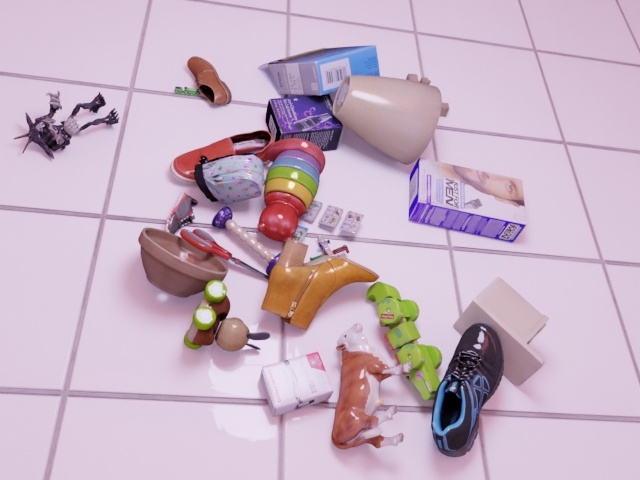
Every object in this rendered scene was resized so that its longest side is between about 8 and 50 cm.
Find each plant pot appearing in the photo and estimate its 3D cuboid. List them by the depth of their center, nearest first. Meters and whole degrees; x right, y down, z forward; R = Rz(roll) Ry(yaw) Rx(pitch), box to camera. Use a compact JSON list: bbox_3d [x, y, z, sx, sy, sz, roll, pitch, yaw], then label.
[{"bbox_3d":[-0.360,0.069,1.577,0.237,0.237,0.109,29,95,8],"label":"plant pot"},{"bbox_3d":[0.185,-0.398,1.926,0.274,0.256,0.256,17,53,-17],"label":"plant pot"}]

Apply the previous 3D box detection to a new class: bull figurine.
[{"bbox_3d":[0.113,0.350,1.511,0.188,0.101,0.310,-6,58,28],"label":"bull figurine"}]

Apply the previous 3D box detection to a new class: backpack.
[{"bbox_3d":[-0.242,-0.171,1.749,0.182,0.152,0.115,-11,65,12],"label":"backpack"}]

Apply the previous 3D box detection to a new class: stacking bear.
[{"bbox_3d":[-0.093,-0.129,1.775,0.175,0.164,0.289,27,61,-21],"label":"stacking bear"}]

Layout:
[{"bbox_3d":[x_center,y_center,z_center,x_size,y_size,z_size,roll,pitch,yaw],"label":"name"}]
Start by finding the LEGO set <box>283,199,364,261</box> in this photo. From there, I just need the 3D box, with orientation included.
[{"bbox_3d":[0.000,0.000,1.791,0.183,0.060,0.244,17,52,14],"label":"LEGO set"}]

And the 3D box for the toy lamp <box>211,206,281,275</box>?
[{"bbox_3d":[-0.176,0.017,1.707,0.275,0.080,0.080,37,56,16],"label":"toy lamp"}]

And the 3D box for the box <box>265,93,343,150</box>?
[{"bbox_3d":[-0.052,-0.364,1.974,0.207,0.108,0.153,-10,59,-19],"label":"box"}]

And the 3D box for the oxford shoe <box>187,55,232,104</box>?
[{"bbox_3d":[-0.373,-0.517,2.017,0.076,0.076,0.212,-22,63,-42],"label":"oxford shoe"}]

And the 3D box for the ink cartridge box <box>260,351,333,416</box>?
[{"bbox_3d":[-0.060,0.346,1.516,0.151,0.063,0.109,-12,60,-19],"label":"ink cartridge box"}]

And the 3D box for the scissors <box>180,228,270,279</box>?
[{"bbox_3d":[-0.241,0.051,1.672,0.297,0.021,0.109,34,13,8],"label":"scissors"}]

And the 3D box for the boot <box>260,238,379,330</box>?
[{"bbox_3d":[-0.001,0.136,1.641,0.295,0.104,0.211,19,85,-22],"label":"boot"}]

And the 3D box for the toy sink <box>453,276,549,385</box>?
[{"bbox_3d":[0.499,0.238,1.662,0.131,0.152,0.234,-35,69,-30],"label":"toy sink"}]

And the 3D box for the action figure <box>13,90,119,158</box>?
[{"bbox_3d":[-0.729,-0.342,1.789,0.276,0.141,0.164,-31,79,-30],"label":"action figure"}]

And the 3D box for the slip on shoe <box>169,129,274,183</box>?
[{"bbox_3d":[-0.283,-0.255,1.853,0.331,0.101,0.123,-18,64,-21],"label":"slip on shoe"}]

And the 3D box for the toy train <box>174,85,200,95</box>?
[{"bbox_3d":[-0.428,-0.482,2.021,0.083,0.023,0.017,2,56,-11],"label":"toy train"}]

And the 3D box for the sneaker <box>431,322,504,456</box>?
[{"bbox_3d":[0.356,0.344,1.516,0.125,0.139,0.340,6,61,30],"label":"sneaker"}]

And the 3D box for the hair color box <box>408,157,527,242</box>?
[{"bbox_3d":[0.447,-0.125,1.926,0.339,0.110,0.185,12,54,-7],"label":"hair color box"}]

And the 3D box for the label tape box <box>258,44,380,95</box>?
[{"bbox_3d":[-0.010,-0.564,2.084,0.249,0.115,0.348,-25,24,-30],"label":"label tape box"}]

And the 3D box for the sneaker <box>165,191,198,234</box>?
[{"bbox_3d":[-0.380,-0.066,1.729,0.065,0.061,0.158,21,55,-6],"label":"sneaker"}]

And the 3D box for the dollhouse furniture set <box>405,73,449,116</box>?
[{"bbox_3d":[0.364,-0.460,2.101,0.182,0.161,0.101,2,56,-10],"label":"dollhouse furniture set"}]

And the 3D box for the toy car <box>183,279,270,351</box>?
[{"bbox_3d":[-0.218,0.209,1.528,0.188,0.155,0.149,24,54,-8],"label":"toy car"}]

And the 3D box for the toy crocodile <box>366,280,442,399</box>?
[{"bbox_3d":[0.217,0.253,1.621,0.115,0.105,0.340,8,51,-52],"label":"toy crocodile"}]
